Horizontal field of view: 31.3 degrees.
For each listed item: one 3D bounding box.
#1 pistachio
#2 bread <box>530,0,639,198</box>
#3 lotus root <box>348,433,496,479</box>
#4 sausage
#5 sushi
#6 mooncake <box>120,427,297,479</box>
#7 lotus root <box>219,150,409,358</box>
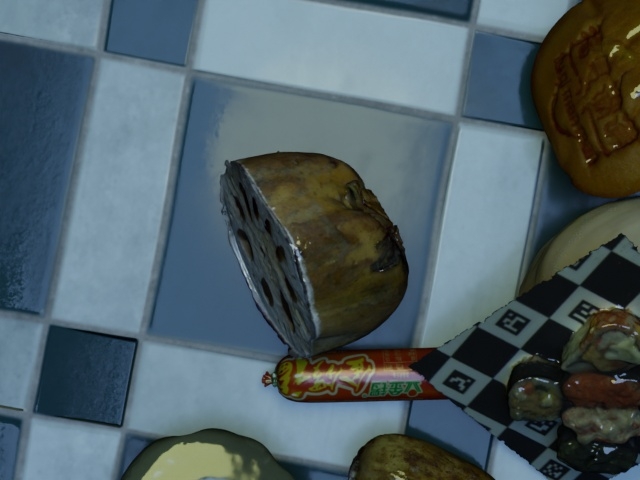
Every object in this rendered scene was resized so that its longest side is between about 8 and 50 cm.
[{"bbox_3d":[0.413,0.036,1.474,0.332,0.226,0.208,-29,129,-1],"label":"pistachio"},{"bbox_3d":[0.394,-0.187,1.445,0.148,0.270,0.270,1,89,-40],"label":"bread"},{"bbox_3d":[0.157,0.343,1.485,0.260,0.145,0.128,25,111,3],"label":"lotus root"},{"bbox_3d":[0.053,0.182,1.522,0.264,0.083,0.083,-2,89,0],"label":"sausage"},{"bbox_3d":[0.334,0.193,1.402,0.320,0.069,0.339,41,124,-19],"label":"sushi"},{"bbox_3d":[-0.149,0.373,1.471,0.275,0.135,0.275,2,77,-9],"label":"mooncake"},{"bbox_3d":[0.000,0.000,1.449,0.192,0.272,0.272,-20,90,-11],"label":"lotus root"}]
